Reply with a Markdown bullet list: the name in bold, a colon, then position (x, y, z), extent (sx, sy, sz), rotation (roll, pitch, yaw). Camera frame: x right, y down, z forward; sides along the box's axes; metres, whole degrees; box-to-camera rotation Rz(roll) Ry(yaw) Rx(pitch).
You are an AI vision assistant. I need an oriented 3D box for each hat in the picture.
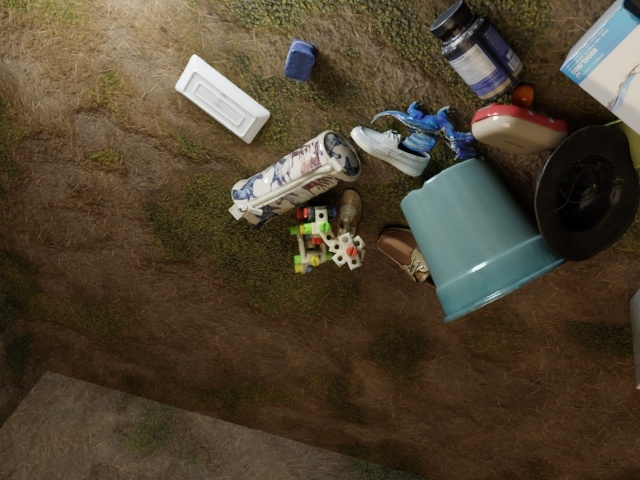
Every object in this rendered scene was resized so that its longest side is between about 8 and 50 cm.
- **hat**: position (0.607, -0.118, 1.469), extent (0.331, 0.331, 0.134), rotation (56, 169, -26)

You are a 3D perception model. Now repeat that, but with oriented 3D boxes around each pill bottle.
- **pill bottle**: position (0.357, -0.432, 1.391), extent (0.219, 0.122, 0.123), rotation (44, 132, -16)

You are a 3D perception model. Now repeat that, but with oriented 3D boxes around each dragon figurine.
- **dragon figurine**: position (0.260, -0.284, 1.548), extent (0.289, 0.144, 0.085), rotation (13, 133, 12)

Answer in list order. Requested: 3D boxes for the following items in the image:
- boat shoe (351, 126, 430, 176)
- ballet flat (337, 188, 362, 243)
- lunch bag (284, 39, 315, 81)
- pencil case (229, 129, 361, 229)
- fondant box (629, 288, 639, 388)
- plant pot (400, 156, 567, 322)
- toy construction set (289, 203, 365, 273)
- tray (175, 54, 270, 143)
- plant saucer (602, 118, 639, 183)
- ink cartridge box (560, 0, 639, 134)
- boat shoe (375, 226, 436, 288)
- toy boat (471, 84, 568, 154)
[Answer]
- **boat shoe**: position (0.195, -0.260, 1.651), extent (0.228, 0.079, 0.081), rotation (28, 128, -11)
- **ballet flat**: position (0.087, -0.062, 1.871), extent (0.073, 0.067, 0.206), rotation (9, 133, 12)
- **lunch bag**: position (-0.053, -0.465, 1.576), extent (0.067, 0.065, 0.098), rotation (16, 135, -12)
- **pencil case**: position (-0.075, -0.173, 1.763), extent (0.411, 0.183, 0.160), rotation (-24, 117, 36)
- **fondant box**: position (0.918, 0.210, 1.580), extent (0.096, 0.330, 0.238), rotation (20, 134, 5)
- **plant pot**: position (0.392, -0.011, 1.568), extent (0.341, 0.341, 0.334), rotation (-38, 75, 41)
- **toy construction set**: position (0.000, 0.000, 1.833), extent (0.328, 0.151, 0.214), rotation (-1, 93, 62)
- **tray**: position (-0.288, -0.398, 1.757), extent (0.270, 0.030, 0.145), rotation (36, 132, -11)
- **plant saucer**: position (0.789, -0.239, 1.434), extent (0.188, 0.045, 0.188), rotation (-20, 120, 35)
- **ink cartridge box**: position (0.657, -0.367, 1.262), extent (0.233, 0.171, 0.168), rotation (40, 132, 1)
- **boat shoe**: position (0.319, 0.070, 1.854), extent (0.324, 0.119, 0.122), rotation (25, 134, 0)
- **toy boat**: position (0.482, -0.298, 1.453), extent (0.231, 0.151, 0.151), rotation (13, 173, -21)
